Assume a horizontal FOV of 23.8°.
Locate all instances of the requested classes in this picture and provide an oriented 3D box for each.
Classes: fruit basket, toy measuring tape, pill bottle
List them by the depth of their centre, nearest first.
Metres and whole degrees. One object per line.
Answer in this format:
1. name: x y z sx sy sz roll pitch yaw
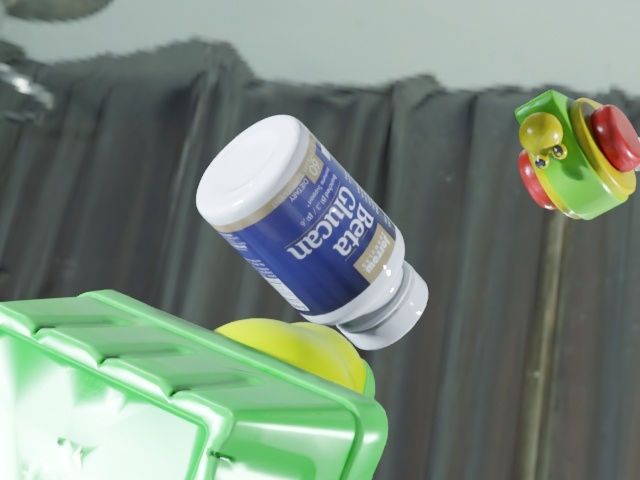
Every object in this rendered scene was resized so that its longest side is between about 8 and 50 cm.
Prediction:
1. pill bottle: 0.000 0.000 1.069 0.094 0.094 0.169 -15 130 42
2. fruit basket: -0.102 0.189 1.355 0.392 0.283 0.392 21 178 1
3. toy measuring tape: 0.290 -0.072 1.545 0.121 0.121 0.330 -7 170 32
